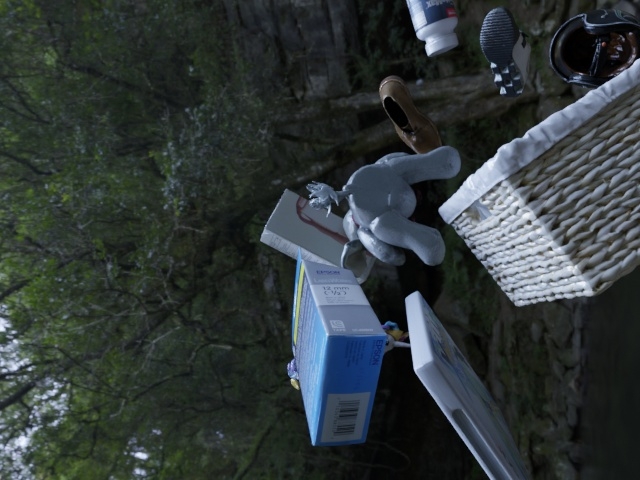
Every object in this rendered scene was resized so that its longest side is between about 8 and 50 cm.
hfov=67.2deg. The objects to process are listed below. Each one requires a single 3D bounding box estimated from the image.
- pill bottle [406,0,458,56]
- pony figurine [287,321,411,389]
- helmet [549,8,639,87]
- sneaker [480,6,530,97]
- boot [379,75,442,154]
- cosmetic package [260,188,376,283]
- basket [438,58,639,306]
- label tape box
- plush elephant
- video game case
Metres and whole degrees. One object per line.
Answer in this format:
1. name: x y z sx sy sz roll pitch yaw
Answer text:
1. pill bottle: 0.291 -0.578 1.239 0.108 0.108 0.180 -36 -71 -63
2. pony figurine: 0.071 0.360 1.586 0.363 0.351 0.302 -37 -51 -28
3. helmet: 0.577 -0.398 1.002 0.161 0.169 0.169 -85 -14 -60
4. sneaker: 0.643 -0.664 1.645 0.146 0.122 0.330 -55 -43 -18
5. boot: 0.269 -0.339 1.450 0.305 0.112 0.115 45 -143 -32
6. cosmetic package: 0.000 0.000 1.308 0.129 0.296 0.153 -64 6 -17
7. basket: 0.445 -0.075 0.868 0.266 0.331 0.328 57 173 8
8. label tape box: 0.017 0.195 0.989 0.347 0.115 0.249 -111 25 -64
9. plush elephant: 0.146 -0.053 1.133 0.255 0.330 0.271 65 -150 -69
10. video game case: 0.242 0.255 0.801 0.300 0.036 0.329 55 -168 -4
